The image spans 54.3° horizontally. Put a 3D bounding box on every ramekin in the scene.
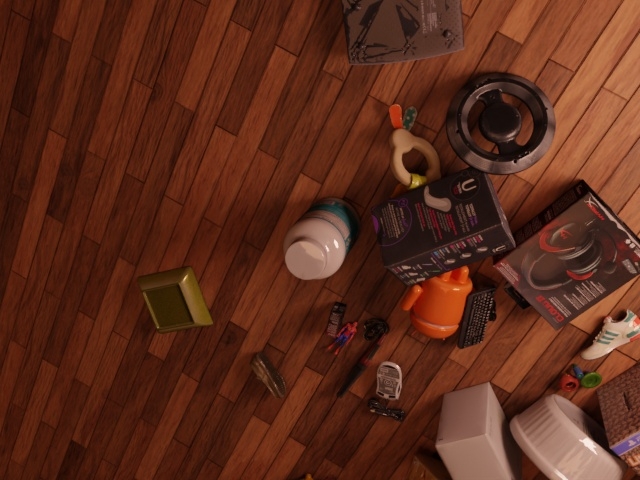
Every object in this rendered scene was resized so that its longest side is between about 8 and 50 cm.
[{"bbox_3d":[0.598,0.486,1.485,0.273,0.273,0.127,36,103,1],"label":"ramekin"}]

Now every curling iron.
[{"bbox_3d":[0.107,0.320,1.685,0.068,0.035,0.274,28,114,9],"label":"curling iron"}]

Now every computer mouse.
[{"bbox_3d":[0.187,0.399,1.689,0.106,0.042,0.193,13,119,16],"label":"computer mouse"}]

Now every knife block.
[{"bbox_3d":[0.399,0.680,1.676,0.276,0.242,0.088,37,114,50],"label":"knife block"}]

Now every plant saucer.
[{"bbox_3d":[-0.426,0.181,1.785,0.188,0.045,0.188,-12,106,20],"label":"plant saucer"}]

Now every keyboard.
[{"bbox_3d":[0.392,0.186,1.519,0.023,0.108,0.180,47,145,44],"label":"keyboard"}]

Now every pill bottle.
[{"bbox_3d":[0.000,0.000,1.469,0.146,0.264,0.146,6,112,15],"label":"pill bottle"}]

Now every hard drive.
[{"bbox_3d":[0.179,-0.478,1.354,0.255,0.054,0.172,-3,109,18],"label":"hard drive"}]

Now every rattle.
[{"bbox_3d":[0.192,-0.202,1.467,0.130,0.143,0.199,-27,85,-8],"label":"rattle"}]

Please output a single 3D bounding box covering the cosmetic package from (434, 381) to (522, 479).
[{"bbox_3d":[0.403,0.520,1.567,0.138,0.224,0.224,-24,102,23],"label":"cosmetic package"}]

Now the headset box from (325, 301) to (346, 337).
[{"bbox_3d":[0.040,0.213,1.649,0.032,0.062,0.083,16,113,11],"label":"headset box"}]

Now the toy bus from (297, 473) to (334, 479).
[{"bbox_3d":[-0.020,0.814,1.862,0.211,0.149,0.220,-31,102,8],"label":"toy bus"}]

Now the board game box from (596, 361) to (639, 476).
[{"bbox_3d":[0.801,0.466,1.426,0.291,0.232,0.141,45,115,-2],"label":"board game box"}]

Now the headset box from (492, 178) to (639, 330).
[{"bbox_3d":[0.550,0.045,1.408,0.218,0.110,0.293,46,115,-4],"label":"headset box"}]

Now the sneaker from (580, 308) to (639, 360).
[{"bbox_3d":[0.679,0.220,1.475,0.161,0.057,0.075,-36,80,26],"label":"sneaker"}]

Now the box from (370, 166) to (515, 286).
[{"bbox_3d":[0.273,-0.030,1.403,0.270,0.143,0.165,-22,59,20],"label":"box"}]

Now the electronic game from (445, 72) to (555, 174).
[{"bbox_3d":[0.384,-0.250,1.334,0.229,0.048,0.229,-1,79,5],"label":"electronic game"}]

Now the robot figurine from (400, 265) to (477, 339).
[{"bbox_3d":[0.289,0.144,1.515,0.128,0.158,0.219,29,119,34],"label":"robot figurine"}]

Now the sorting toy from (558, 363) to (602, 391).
[{"bbox_3d":[0.635,0.335,1.537,0.102,0.042,0.061,-15,121,9],"label":"sorting toy"}]

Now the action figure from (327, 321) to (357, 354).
[{"bbox_3d":[0.065,0.259,1.680,0.038,0.030,0.115,39,114,5],"label":"action figure"}]

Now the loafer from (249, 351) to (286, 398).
[{"bbox_3d":[-0.151,0.388,1.778,0.050,0.056,0.148,-32,89,25],"label":"loafer"}]
